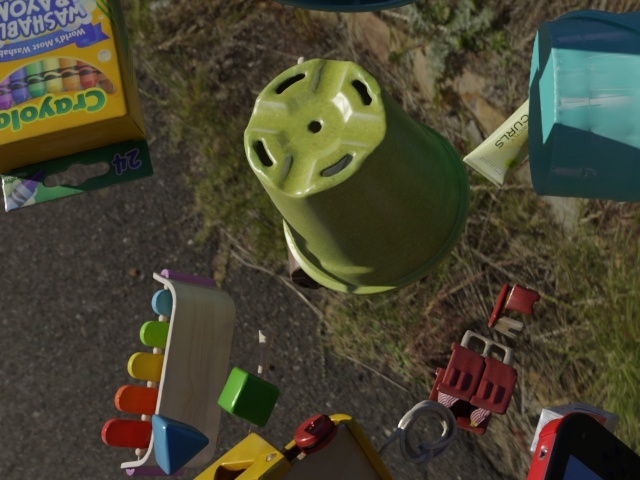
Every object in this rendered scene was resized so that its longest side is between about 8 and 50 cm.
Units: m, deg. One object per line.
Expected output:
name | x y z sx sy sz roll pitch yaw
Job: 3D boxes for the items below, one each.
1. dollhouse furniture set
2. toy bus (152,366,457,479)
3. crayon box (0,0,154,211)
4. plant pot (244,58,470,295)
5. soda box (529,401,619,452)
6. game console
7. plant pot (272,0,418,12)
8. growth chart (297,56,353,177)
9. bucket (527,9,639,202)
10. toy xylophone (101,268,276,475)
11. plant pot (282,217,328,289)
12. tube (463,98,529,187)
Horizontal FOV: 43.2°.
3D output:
dollhouse furniture set | 0.376 0.234 1.843 0.152 0.201 0.374 22 62 7
toy bus | -0.033 0.182 0.547 0.104 0.202 0.190 7 84 65
crayon box | -0.347 -0.219 1.041 0.203 0.083 0.322 -14 76 0
plant pot | 0.034 -0.094 1.044 0.276 0.254 0.276 -7 68 18
soda box | 0.559 0.417 1.759 0.091 0.286 0.098 18 93 35
game console | 0.407 0.476 1.144 0.060 0.342 0.386 -34 23 55
plant pot | 0.015 -0.500 0.947 0.341 0.341 0.334 3 80 24
growth chart | -0.009 -0.162 1.305 0.021 0.237 0.172 29 86 40
bucket | 0.391 -0.182 1.104 0.183 0.281 0.281 1 65 6
toy xylophone | -0.193 0.215 1.256 0.081 0.236 0.322 -1 69 46
plant pot | 0.000 0.000 1.606 0.167 0.167 0.165 -10 61 18
tube | 0.369 -0.202 1.436 0.240 0.062 0.070 -48 65 25
